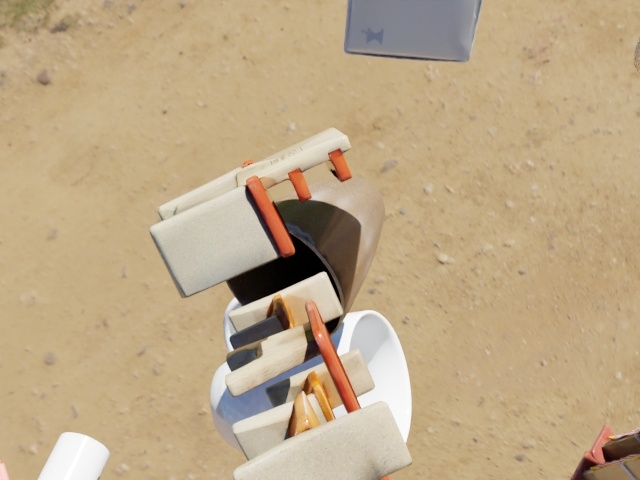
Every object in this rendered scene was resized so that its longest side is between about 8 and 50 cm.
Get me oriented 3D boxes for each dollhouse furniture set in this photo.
[{"bbox_3d":[0.627,0.471,1.314,0.374,0.201,0.152,49,56,3],"label":"dollhouse furniture set"},{"bbox_3d":[0.001,0.070,0.540,0.135,0.262,0.259,-24,105,-1],"label":"dollhouse furniture set"}]

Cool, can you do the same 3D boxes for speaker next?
[{"bbox_3d":[-0.251,0.252,0.744,0.055,0.055,0.136,-3,45,22],"label":"speaker"}]

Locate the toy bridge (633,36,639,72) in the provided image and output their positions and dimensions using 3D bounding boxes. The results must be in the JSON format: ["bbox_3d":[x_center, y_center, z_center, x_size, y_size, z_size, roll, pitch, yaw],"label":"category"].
[{"bbox_3d":[0.368,-0.211,0.848,0.063,0.188,0.026,-43,60,5],"label":"toy bridge"}]

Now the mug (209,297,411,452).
[{"bbox_3d":[-0.048,0.249,1.487,0.328,0.276,0.374,-13,108,27],"label":"mug"}]

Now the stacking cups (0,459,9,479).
[{"bbox_3d":[-0.440,0.473,1.117,0.096,0.096,0.316,-25,80,13],"label":"stacking cups"}]

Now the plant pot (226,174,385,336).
[{"bbox_3d":[0.000,0.000,1.203,0.215,0.215,0.230,17,42,27],"label":"plant pot"}]

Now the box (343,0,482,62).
[{"bbox_3d":[0.094,-0.299,0.815,0.126,0.149,0.232,5,36,-1],"label":"box"}]
